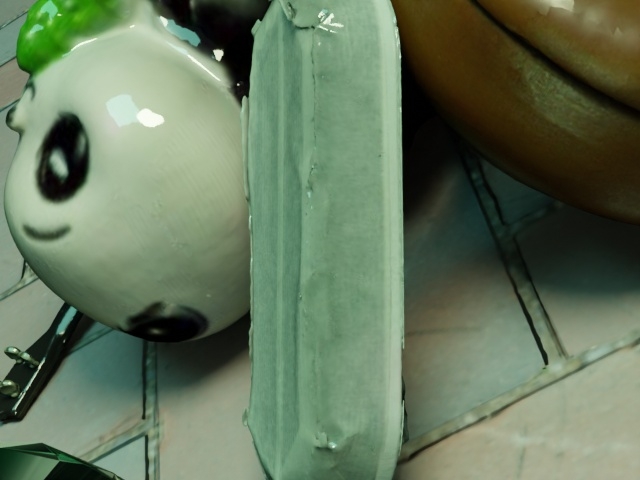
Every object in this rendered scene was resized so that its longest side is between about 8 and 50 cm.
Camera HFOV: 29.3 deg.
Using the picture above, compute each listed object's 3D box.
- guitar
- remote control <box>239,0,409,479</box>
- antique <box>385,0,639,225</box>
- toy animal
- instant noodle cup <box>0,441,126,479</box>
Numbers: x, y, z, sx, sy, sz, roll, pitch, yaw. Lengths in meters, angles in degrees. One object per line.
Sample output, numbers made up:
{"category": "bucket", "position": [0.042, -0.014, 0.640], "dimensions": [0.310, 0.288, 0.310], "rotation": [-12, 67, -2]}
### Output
{"category": "guitar", "position": [-0.139, 0.005, 0.820], "dimensions": [0.084, 0.038, 0.271], "rotation": [5, 51, 48]}
{"category": "remote control", "position": [0.000, 0.000, 0.551], "dimensions": [0.104, 0.052, 0.247], "rotation": [168, 102, -68]}
{"category": "antique", "position": [0.128, -0.122, 0.582], "dimensions": [0.223, 0.129, 0.278], "rotation": [-9, 56, -31]}
{"category": "toy animal", "position": [-0.068, -0.079, 0.696], "dimensions": [0.267, 0.212, 0.212], "rotation": [-43, 33, -10]}
{"category": "instant noodle cup", "position": [-0.135, 0.206, 0.407], "dimensions": [0.240, 0.240, 0.178], "rotation": [-27, 40, 15]}
